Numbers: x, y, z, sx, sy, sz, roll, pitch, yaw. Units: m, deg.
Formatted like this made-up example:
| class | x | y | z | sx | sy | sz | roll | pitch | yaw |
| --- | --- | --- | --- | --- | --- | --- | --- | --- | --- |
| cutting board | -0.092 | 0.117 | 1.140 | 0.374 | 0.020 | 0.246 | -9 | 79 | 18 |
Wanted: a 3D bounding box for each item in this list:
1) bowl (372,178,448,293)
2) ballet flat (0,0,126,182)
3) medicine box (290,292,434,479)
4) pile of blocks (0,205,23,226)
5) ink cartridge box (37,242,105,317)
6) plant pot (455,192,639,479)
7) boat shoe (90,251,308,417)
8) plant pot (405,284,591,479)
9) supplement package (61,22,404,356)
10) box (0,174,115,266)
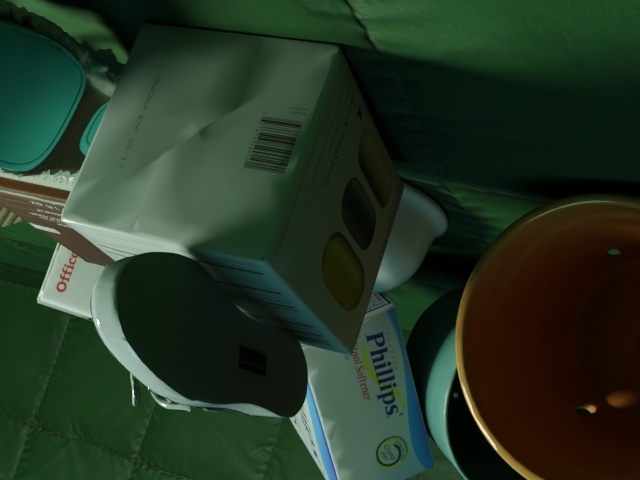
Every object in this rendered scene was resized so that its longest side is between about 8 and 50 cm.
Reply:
| class | x | y | z | sx | sy | sz | roll | pitch | yaw |
| --- | --- | --- | --- | --- | --- | --- | --- | --- | --- |
| bowl | 0.000 | 0.000 | 1.145 | 0.297 | 0.134 | 0.298 | 15 | 167 | 4 |
| ballet flat | -0.256 | -0.129 | 0.856 | 0.147 | 0.147 | 0.409 | 10 | 176 | 26 |
| medicine box | 0.019 | 0.176 | 1.327 | 0.149 | 0.264 | 0.289 | -21 | -156 | -11 |
| pile of blocks | -0.454 | -0.132 | 1.293 | 0.113 | 0.149 | 0.362 | 58 | 159 | 9 |
| ink cartridge box | -0.347 | 0.060 | 1.677 | 0.278 | 0.201 | 0.117 | 21 | 166 | -18 |
| plant pot | 0.312 | 0.107 | 0.936 | 0.290 | 0.291 | 0.203 | 7 | 180 | 37 |
| boat shoe | -0.117 | 0.091 | 0.792 | 0.104 | 0.113 | 0.306 | -7 | 163 | 22 |
| plant pot | 0.252 | 0.189 | 1.320 | 0.293 | 0.293 | 0.235 | 22 | -178 | -23 |
| supplement package | -0.063 | -0.038 | 0.868 | 0.198 | 0.199 | 0.263 | 11 | 161 | 21 |
| box | -0.282 | -0.057 | 1.247 | 0.191 | 0.143 | 0.381 | 12 | 168 | 10 |
